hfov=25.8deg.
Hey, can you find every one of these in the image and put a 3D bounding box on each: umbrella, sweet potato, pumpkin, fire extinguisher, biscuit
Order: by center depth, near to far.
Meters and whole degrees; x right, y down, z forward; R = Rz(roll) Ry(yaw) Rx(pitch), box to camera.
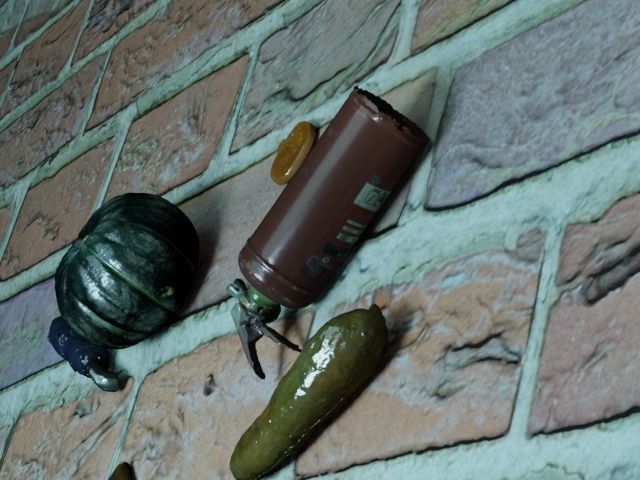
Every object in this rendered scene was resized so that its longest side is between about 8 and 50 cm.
[{"bbox_3d":[-0.020,0.174,1.479,0.273,0.075,0.075,-52,28,25],"label":"sweet potato"},{"bbox_3d":[0.000,0.000,1.587,0.147,0.106,0.337,43,105,37],"label":"fire extinguisher"},{"bbox_3d":[-0.037,-0.115,1.839,0.091,0.015,0.078,-58,26,4],"label":"biscuit"},{"bbox_3d":[-0.265,0.040,1.920,0.220,0.162,0.220,-41,23,22],"label":"pumpkin"},{"bbox_3d":[-0.344,0.161,2.037,0.071,0.071,0.248,-60,26,1],"label":"umbrella"}]

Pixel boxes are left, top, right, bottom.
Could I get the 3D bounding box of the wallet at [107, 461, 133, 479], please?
[{"bbox_3d":[-0.256,0.357,1.745,0.095,0.026,0.176,-56,27,13],"label":"wallet"}]
